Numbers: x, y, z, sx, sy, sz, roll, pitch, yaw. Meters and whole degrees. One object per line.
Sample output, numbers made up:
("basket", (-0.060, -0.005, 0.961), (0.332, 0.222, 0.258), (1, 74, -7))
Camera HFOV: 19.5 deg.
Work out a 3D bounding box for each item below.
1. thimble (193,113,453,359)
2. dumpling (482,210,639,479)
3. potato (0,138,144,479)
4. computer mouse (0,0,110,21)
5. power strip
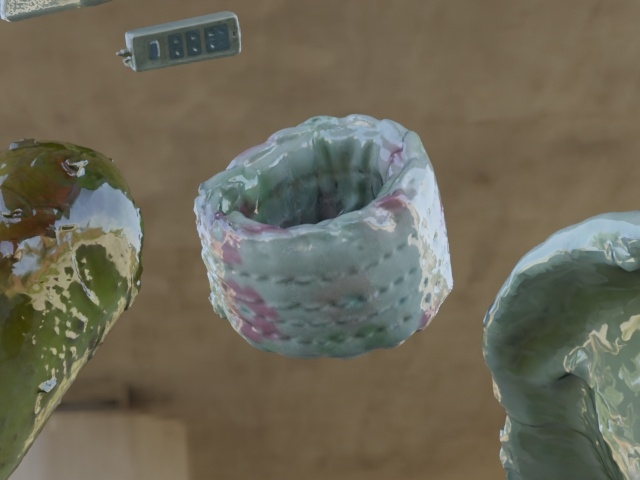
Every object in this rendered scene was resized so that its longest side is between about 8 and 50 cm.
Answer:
("thimble", (0.000, 0.000, 1.548), (0.211, 0.185, 0.149), (-11, -53, 3))
("dumpling", (0.217, 0.093, 0.755), (0.270, 0.320, 0.212), (-26, 16, 5))
("potato", (-0.222, 0.066, 1.167), (0.141, 0.298, 0.176), (35, -12, -2))
("computer mouse", (-0.170, -0.194, 1.322), (0.089, 0.056, 0.182), (-31, 18, -31))
("power strip", (-0.088, -0.124, 1.172), (0.083, 0.027, 0.017), (-14, 19, -18))
